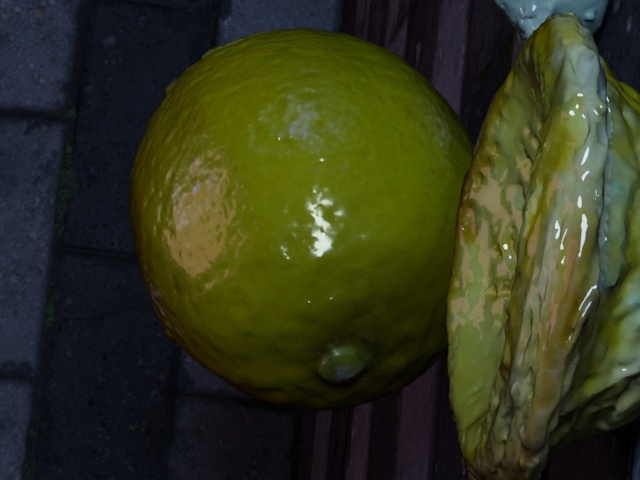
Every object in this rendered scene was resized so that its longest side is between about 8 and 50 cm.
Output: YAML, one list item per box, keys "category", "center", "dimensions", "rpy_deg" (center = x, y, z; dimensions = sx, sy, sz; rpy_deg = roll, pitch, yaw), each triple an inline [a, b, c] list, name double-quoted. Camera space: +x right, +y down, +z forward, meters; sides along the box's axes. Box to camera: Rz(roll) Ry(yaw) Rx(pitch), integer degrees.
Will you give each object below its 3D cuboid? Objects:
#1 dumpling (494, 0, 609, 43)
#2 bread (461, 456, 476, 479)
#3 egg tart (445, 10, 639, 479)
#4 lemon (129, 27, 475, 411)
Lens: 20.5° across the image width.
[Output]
- category: "dumpling"
  center: [0.164, -0.220, 1.327]
  dimensions: [0.152, 0.108, 0.219]
  rpy_deg: [159, 120, -84]
- category: "bread"
  center: [0.151, 0.143, 1.395]
  dimensions: [0.129, 0.044, 0.126]
  rpy_deg: [-85, 12, -46]
- category: "egg tart"
  center: [0.156, 0.011, 1.085]
  dimensions: [0.315, 0.120, 0.315]
  rpy_deg: [-172, 90, -84]
- category: "lemon"
  center: [0.000, 0.000, 1.661]
  dimensions: [0.364, 0.364, 0.364]
  rpy_deg: [-173, 90, -85]
